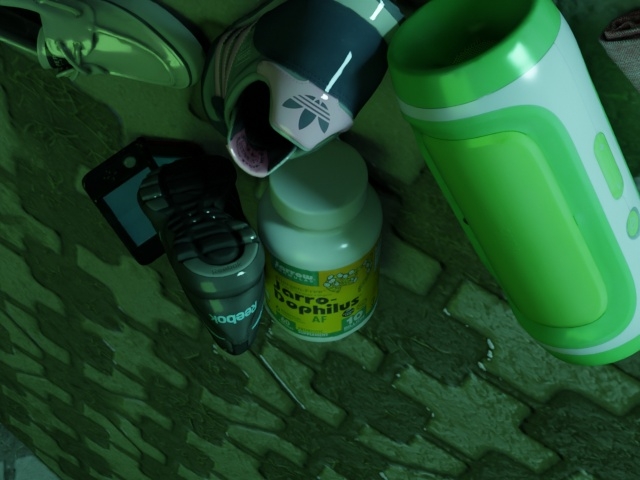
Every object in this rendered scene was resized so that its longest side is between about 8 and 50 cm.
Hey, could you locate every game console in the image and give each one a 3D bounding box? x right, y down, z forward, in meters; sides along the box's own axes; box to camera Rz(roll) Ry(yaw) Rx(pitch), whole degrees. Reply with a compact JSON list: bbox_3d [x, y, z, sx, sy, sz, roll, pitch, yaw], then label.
[{"bbox_3d":[-0.169,-0.036,1.148,0.085,0.124,0.144,43,165,49],"label":"game console"}]

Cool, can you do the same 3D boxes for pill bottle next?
[{"bbox_3d":[0.000,0.000,0.989,0.118,0.117,0.208,25,150,16],"label":"pill bottle"}]

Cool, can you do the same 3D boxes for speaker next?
[{"bbox_3d":[0.159,-0.040,0.759,0.131,0.131,0.296,4,140,42],"label":"speaker"}]

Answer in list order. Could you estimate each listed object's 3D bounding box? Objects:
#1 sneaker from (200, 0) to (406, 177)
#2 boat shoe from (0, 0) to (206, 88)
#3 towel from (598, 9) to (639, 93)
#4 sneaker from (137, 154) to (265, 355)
[{"bbox_3d":[-0.049,-0.108,0.834,0.112,0.131,0.319,32,163,-12],"label":"sneaker"},{"bbox_3d":[-0.228,-0.188,0.972,0.258,0.084,0.095,23,149,20],"label":"boat shoe"},{"bbox_3d":[0.354,-0.038,0.656,0.329,0.037,0.237,47,149,-23],"label":"towel"},{"bbox_3d":[-0.112,0.005,0.993,0.267,0.101,0.106,-114,12,-57],"label":"sneaker"}]
